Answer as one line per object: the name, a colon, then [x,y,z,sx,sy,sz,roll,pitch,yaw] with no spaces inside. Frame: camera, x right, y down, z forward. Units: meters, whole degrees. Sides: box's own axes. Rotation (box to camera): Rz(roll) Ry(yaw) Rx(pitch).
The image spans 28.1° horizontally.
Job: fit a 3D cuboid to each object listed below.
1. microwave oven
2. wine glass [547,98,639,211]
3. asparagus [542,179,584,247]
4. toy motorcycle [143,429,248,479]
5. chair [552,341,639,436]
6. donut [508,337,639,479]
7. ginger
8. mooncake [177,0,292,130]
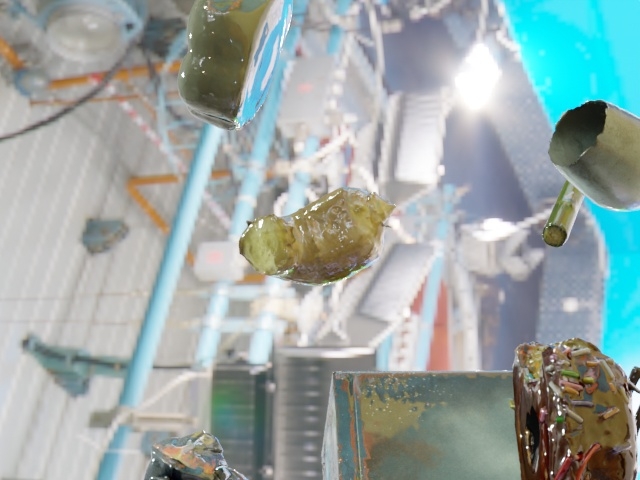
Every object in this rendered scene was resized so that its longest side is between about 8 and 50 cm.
microwave oven: [0.175,0.398,1.563,0.236,0.374,0.432,95,174,-53]
wine glass: [0.413,-0.081,1.655,0.241,0.126,0.126,31,-125,-25]
asparagus: [0.382,-0.058,1.973,0.178,0.041,0.045,-57,-33,-45]
toy motorcycle: [-0.164,0.329,1.594,0.173,0.108,0.307,-62,-19,-13]
chair: [0.400,0.347,2.076,0.160,0.186,0.319,-70,-3,-75]
donut: [0.247,0.195,1.235,0.230,0.096,0.216,97,170,-76]
ginger: [0.000,0.000,2.088,0.152,0.267,0.138,69,-177,-68]
mooncake: [-0.140,-0.308,2.037,0.275,0.135,0.275,15,-90,-85]
